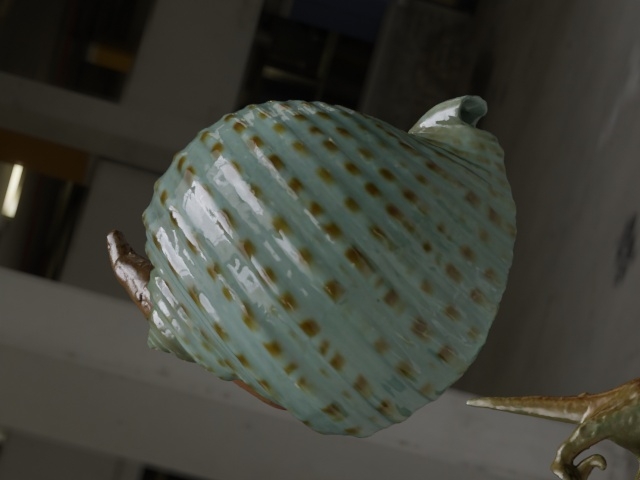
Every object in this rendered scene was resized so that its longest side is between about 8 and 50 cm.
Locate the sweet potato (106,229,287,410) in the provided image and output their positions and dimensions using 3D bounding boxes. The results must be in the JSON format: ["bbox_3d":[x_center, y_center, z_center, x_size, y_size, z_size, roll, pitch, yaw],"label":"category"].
[{"bbox_3d":[-0.073,0.056,1.023,0.050,0.214,0.050,-42,-33,-35],"label":"sweet potato"}]

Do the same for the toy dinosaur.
[{"bbox_3d":[0.178,0.092,0.874,0.126,0.162,0.039,-47,-35,-4],"label":"toy dinosaur"}]

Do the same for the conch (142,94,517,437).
[{"bbox_3d":[-0.009,-0.002,0.765,0.200,0.131,0.172,-50,42,23],"label":"conch"}]
